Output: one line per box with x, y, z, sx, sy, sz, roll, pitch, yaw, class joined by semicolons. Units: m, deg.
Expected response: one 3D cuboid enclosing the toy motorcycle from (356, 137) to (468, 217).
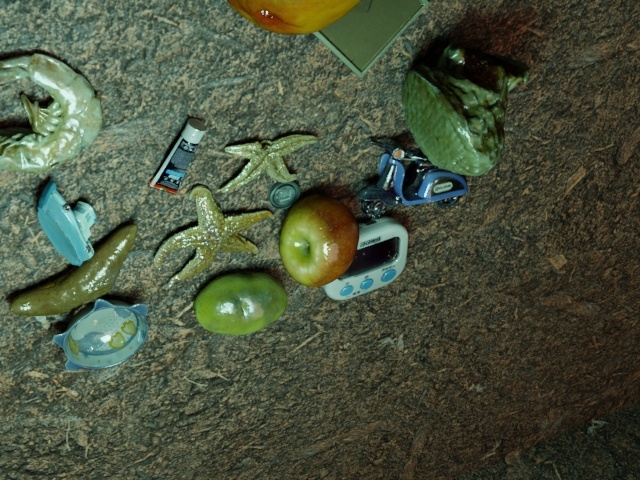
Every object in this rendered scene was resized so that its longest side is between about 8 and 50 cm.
0.255;-0.180;2.142;0.359;0.125;0.212;-13;124;-25;toy motorcycle

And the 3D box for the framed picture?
0.078;-0.531;1.788;0.240;0.020;0.324;-47;136;11;framed picture

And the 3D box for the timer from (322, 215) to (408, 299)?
0.120;0.046;2.267;0.262;0.087;0.237;-19;135;-19;timer

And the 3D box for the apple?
0.000;0.000;2.072;0.173;0.210;0.235;-18;148;-51;apple

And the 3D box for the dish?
-0.538;0.205;1.985;0.236;0.086;0.227;-24;135;-13;dish

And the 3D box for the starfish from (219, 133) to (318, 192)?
-0.119;-0.185;1.943;0.248;0.050;0.138;-9;132;-22;starfish

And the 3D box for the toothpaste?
-0.320;-0.185;1.821;0.071;0.045;0.193;14;124;-31;toothpaste

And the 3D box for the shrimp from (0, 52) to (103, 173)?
-0.600;-0.241;1.572;0.360;0.085;0.246;-11;122;-30;shrimp

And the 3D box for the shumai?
0.379;-0.331;1.936;0.289;0.330;0.292;-25;146;-14;shumai

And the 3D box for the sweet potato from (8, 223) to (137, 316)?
-0.546;0.090;1.876;0.342;0.092;0.114;-34;120;-4;sweet potato

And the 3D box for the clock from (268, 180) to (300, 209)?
-0.092;-0.117;2.040;0.085;0.017;0.085;-18;134;-19;clock

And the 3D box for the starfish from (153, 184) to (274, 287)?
-0.256;-0.002;2.006;0.303;0.060;0.299;-4;126;-31;starfish

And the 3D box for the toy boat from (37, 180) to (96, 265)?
-0.550;-0.045;1.778;0.102;0.088;0.215;-55;146;-32;toy boat

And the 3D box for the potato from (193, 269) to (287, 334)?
-0.210;0.162;2.121;0.248;0.143;0.169;-11;93;-19;potato

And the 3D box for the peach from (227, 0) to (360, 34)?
-0.050;-0.534;1.462;0.343;0.343;0.301;37;81;-46;peach
